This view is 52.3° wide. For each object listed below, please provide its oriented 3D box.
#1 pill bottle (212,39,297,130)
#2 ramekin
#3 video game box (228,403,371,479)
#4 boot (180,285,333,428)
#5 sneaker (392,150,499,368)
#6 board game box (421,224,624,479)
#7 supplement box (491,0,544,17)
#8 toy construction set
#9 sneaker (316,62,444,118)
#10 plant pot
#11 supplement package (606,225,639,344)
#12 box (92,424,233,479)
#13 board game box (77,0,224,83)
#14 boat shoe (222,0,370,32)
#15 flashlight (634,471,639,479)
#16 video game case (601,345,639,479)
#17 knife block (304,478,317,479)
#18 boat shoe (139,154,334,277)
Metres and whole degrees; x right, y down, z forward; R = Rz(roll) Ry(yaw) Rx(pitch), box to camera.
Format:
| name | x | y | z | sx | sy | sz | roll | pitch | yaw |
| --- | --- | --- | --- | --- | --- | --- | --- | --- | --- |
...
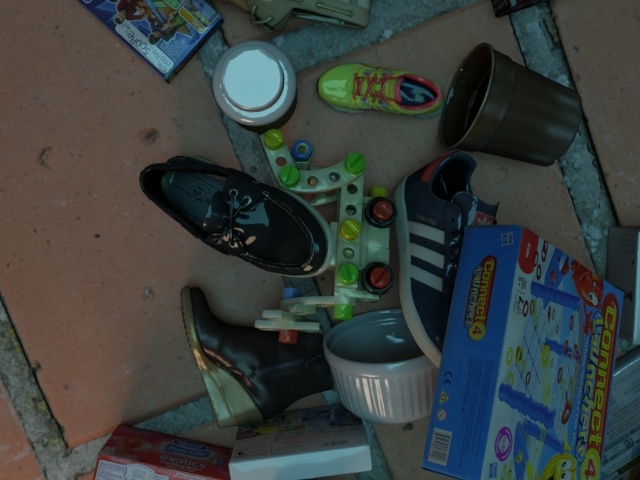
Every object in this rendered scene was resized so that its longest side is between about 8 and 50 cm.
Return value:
| name | x | y | z | sx | sy | sz | roll | pitch | yaw |
| --- | --- | --- | --- | --- | --- | --- | --- | --- | --- |
| pill bottle | -0.092 | -0.221 | 0.949 | 0.117 | 0.215 | 0.117 | 0 | 95 | -2 |
| ramekin | 0.113 | 0.192 | 1.007 | 0.207 | 0.207 | 0.109 | -9 | 105 | -1 |
| video game box | -0.032 | 0.314 | 1.018 | 0.205 | 0.187 | 0.048 | -7 | 97 | -1 |
| boot | -0.106 | 0.166 | 1.070 | 0.207 | 0.090 | 0.248 | -19 | 91 | -14 |
| sneaker | 0.197 | 0.020 | 0.928 | 0.131 | 0.148 | 0.350 | 14 | 52 | -34 |
| board game box | 0.283 | 0.171 | 0.864 | 0.302 | 0.086 | 0.308 | 24 | 73 | -40 |
| supplement box | 0.307 | -0.487 | 1.007 | 0.130 | 0.073 | 0.239 | -20 | 97 | -1 |
| toy construction set | 0.000 | 0.000 | 0.991 | 0.215 | 0.151 | 0.327 | 6 | 89 | -5 |
| sneaker | 0.098 | -0.238 | 1.014 | 0.209 | 0.094 | 0.081 | 4 | 97 | -1 |
| plant pot | 0.293 | -0.195 | 1.000 | 0.165 | 0.167 | 0.167 | 16 | 95 | -12 |
| supplement package | 0.534 | 0.069 | 1.052 | 0.105 | 0.105 | 0.179 | 0 | 95 | -2 |
| box | -0.230 | 0.403 | 1.052 | 0.257 | 0.122 | 0.128 | 13 | 96 | -3 |
| board game box | -0.272 | -0.366 | 1.020 | 0.201 | 0.035 | 0.136 | 43 | 93 | -5 |
| boat shoe | -0.070 | -0.369 | 0.989 | 0.302 | 0.109 | 0.098 | -1 | 101 | -11 |
| flashlight | 0.572 | 0.393 | 1.053 | 0.103 | 0.103 | 0.304 | 33 | 93 | -31 |
| video game case | 0.584 | 0.331 | 1.115 | 0.329 | 0.036 | 0.300 | -33 | 95 | 1 |
| knife block | -0.065 | 0.489 | 1.003 | 0.088 | 0.275 | 0.242 | 12 | 78 | -4 |
| boat shoe | -0.135 | -0.041 | 0.929 | 0.340 | 0.113 | 0.127 | 34 | 110 | 32 |
